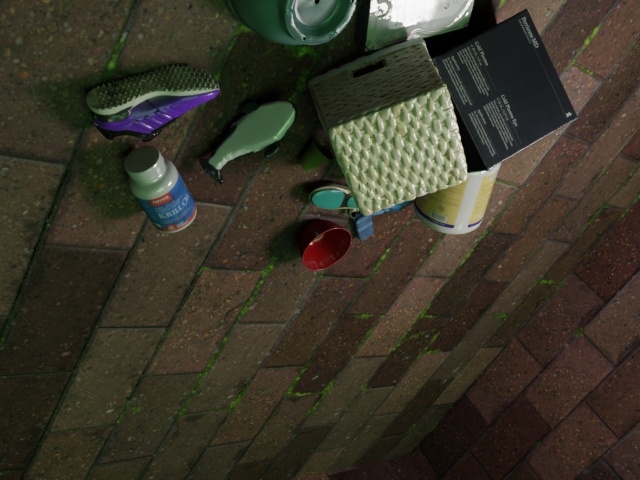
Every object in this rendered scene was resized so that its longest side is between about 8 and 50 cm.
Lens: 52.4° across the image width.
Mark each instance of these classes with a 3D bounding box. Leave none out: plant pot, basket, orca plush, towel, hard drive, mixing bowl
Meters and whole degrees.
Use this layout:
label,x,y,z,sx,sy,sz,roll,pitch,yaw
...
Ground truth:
label,x,y,z,sx,sy,sz,roll,pitch,yaw
plant pot,-0.042,-0.544,1.400,0.293,0.196,0.293,-21,141,-19
basket,0.180,-0.286,1.703,0.328,0.266,0.331,-20,133,6
orca plush,-0.171,-0.259,1.692,0.287,0.151,0.102,-49,173,12
towel,0.148,-0.052,2.234,0.067,0.029,0.119,-29,142,-10
hard drive,0.254,-0.630,1.659,0.339,0.064,0.236,-19,140,-21
mixing bowl,0.000,0.000,2.112,0.181,0.098,0.181,-21,140,-19
plant pot,-0.019,-0.239,1.862,0.079,0.083,0.083,-38,146,24

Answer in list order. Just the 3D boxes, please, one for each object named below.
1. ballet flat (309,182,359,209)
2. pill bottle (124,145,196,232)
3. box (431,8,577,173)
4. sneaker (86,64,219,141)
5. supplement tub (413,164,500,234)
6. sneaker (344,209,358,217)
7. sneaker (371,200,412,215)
label,x,y,z,sx,sy,sz,roll,pitch,yaw
ballet flat,0.065,-0.140,2.026,0.248,0.086,0.086,7,126,-30
pill bottle,-0.403,-0.128,1.623,0.124,0.124,0.221,-31,144,-8
box,0.489,-0.412,1.839,0.313,0.179,0.343,-29,98,-9
sneaker,-0.375,-0.302,1.487,0.293,0.102,0.146,-16,144,-18
supplement tub,0.448,-0.213,2.113,0.241,0.241,0.331,-15,134,-27
sneaker,0.116,-0.121,2.122,0.040,0.043,0.109,-6,132,-31
sneaker,0.227,-0.115,2.196,0.209,0.069,0.082,-22,145,-19
